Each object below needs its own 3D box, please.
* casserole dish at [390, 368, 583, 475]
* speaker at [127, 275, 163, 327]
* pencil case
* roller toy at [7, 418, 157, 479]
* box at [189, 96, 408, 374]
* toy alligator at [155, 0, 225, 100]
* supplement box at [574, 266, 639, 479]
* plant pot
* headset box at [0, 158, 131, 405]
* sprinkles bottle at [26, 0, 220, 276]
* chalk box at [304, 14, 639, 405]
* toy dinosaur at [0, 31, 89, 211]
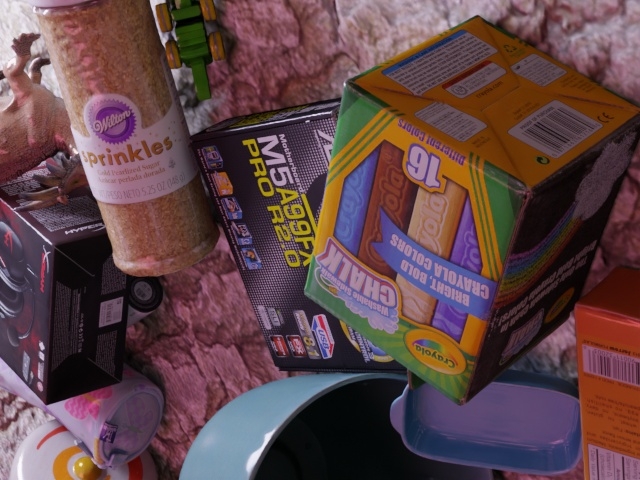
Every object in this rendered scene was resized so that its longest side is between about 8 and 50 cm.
[{"bbox_3d":[0.159,0.159,1.254,0.188,0.037,0.114,7,130,9],"label":"casserole dish"},{"bbox_3d":[-0.244,0.082,1.659,0.136,0.055,0.055,-31,91,51],"label":"speaker"},{"bbox_3d":[-0.326,0.181,1.759,0.273,0.113,0.124,30,111,30],"label":"pencil case"},{"bbox_3d":[-0.315,0.332,1.780,0.191,0.209,0.146,58,144,33],"label":"roller toy"},{"bbox_3d":[0.000,0.000,1.350,0.216,0.060,0.270,-3,112,47],"label":"box"},{"bbox_3d":[-0.134,-0.233,1.352,0.051,0.056,0.190,-99,-4,-78],"label":"toy alligator"},{"bbox_3d":[0.268,0.145,1.156,0.080,0.078,0.233,15,125,36],"label":"supplement box"},{"bbox_3d":[-0.011,0.269,1.372,0.235,0.293,0.293,1,116,58],"label":"plant pot"},{"bbox_3d":[-0.350,0.023,1.637,0.293,0.110,0.218,36,128,40],"label":"headset box"},{"bbox_3d":[-0.202,-0.140,1.402,0.121,0.121,0.355,12,127,41],"label":"sprinkles bottle"},{"bbox_3d":[0.115,-0.004,1.136,0.179,0.180,0.289,35,134,25],"label":"chalk box"},{"bbox_3d":[-0.350,-0.106,1.533,0.295,0.127,0.200,-12,84,23],"label":"toy dinosaur"}]
